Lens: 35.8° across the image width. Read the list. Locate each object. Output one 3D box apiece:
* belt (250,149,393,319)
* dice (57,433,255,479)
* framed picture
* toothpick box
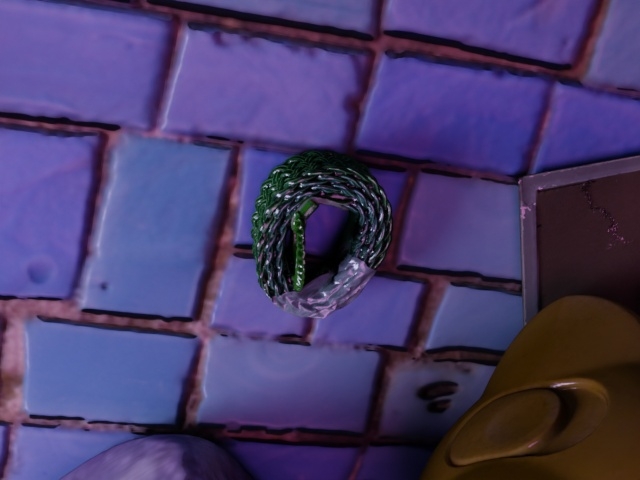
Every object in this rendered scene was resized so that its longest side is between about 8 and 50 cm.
[{"bbox_3d":[0.000,0.000,0.872,0.121,0.079,0.151,14,111,-18],"label":"belt"},{"bbox_3d":[-0.147,0.363,0.898,0.271,0.270,0.270,-33,116,4],"label":"dice"},{"bbox_3d":[0.335,0.014,0.988,0.293,0.018,0.231,-11,116,-8],"label":"framed picture"},{"bbox_3d":[0.285,0.304,0.880,0.409,0.409,0.425,-36,104,5],"label":"toothpick box"}]
